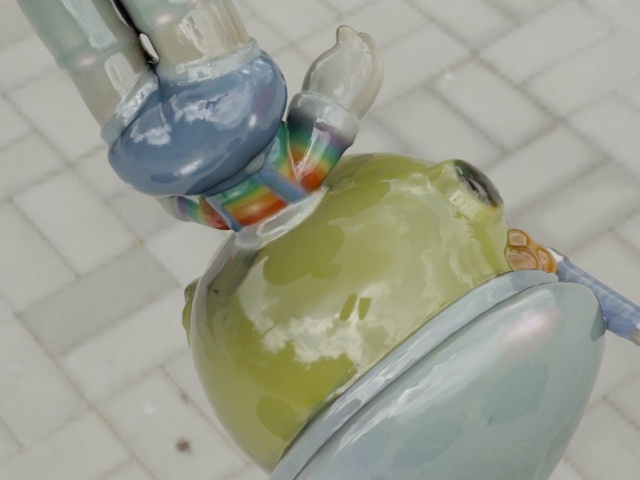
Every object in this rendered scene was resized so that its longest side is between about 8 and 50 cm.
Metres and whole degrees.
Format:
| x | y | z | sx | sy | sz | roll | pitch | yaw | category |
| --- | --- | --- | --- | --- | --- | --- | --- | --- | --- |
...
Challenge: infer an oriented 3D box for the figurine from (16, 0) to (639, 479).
| x | y | z | sx | sy | sz | roll | pitch | yaw | category |
| --- | --- | --- | --- | --- | --- | --- | --- | --- | --- |
| -0.027 | 0.013 | 0.832 | 0.382 | 0.224 | 0.205 | 42 | 24 | -13 | figurine |
